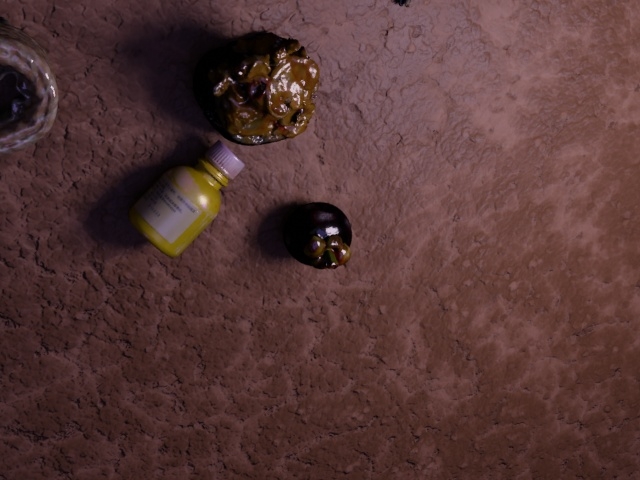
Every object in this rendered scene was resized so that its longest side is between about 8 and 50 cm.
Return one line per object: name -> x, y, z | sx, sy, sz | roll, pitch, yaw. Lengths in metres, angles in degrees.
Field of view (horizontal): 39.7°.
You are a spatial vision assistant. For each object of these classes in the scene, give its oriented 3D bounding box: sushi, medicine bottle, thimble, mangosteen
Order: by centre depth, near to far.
thimble -> -0.532, -0.236, 1.393 | 0.229, 0.148, 0.196 | -28, 121, -6
sushi -> -0.103, -0.263, 1.514 | 0.200, 0.204, 0.213 | -37, 125, -8
medicine bottle -> -0.232, -0.082, 1.586 | 0.212, 0.122, 0.122 | -46, 120, 1
mangosteen -> 0.000, 0.000, 1.695 | 0.137, 0.151, 0.137 | -13, 134, -13

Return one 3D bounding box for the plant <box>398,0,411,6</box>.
plant -> 0.117, -0.612, 1.537 | 0.251, 0.180, 0.333 | -51, 153, -3
